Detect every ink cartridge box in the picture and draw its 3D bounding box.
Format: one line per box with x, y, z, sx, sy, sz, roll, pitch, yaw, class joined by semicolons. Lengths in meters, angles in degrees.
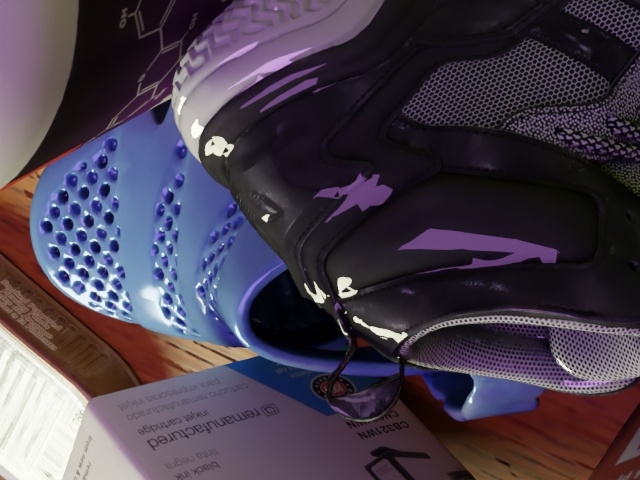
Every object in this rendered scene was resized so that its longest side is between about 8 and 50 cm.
0.006;0.145;0.629;0.203;0.148;0.086;44;127;33;ink cartridge box

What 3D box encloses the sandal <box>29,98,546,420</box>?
0.000;0.000;0.611;0.317;0.138;0.126;0;115;33;sandal

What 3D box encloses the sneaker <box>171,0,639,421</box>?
0.099;-0.041;0.474;0.268;0.101;0.153;-24;69;0;sneaker

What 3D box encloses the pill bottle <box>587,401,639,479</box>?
0.148;0.106;0.520;0.121;0.216;0.121;13;119;25;pill bottle

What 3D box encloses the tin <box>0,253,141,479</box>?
-0.170;0.069;0.810;0.189;0.040;0.106;38;122;10;tin

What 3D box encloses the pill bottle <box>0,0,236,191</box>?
-0.109;-0.117;0.499;0.181;0.323;0.182;14;119;26;pill bottle
